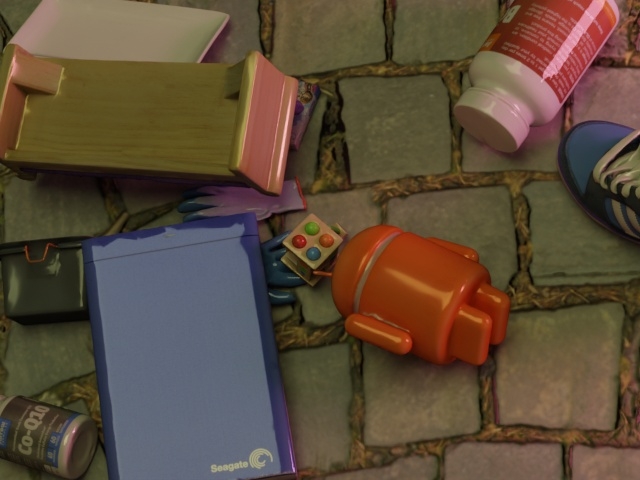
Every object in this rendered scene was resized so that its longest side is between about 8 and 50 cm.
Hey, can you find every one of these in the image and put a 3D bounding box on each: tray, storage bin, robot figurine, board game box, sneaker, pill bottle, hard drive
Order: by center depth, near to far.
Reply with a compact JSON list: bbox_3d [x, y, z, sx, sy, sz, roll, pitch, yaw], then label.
[{"bbox_3d":[0.382,-0.071,1.808,0.130,0.236,0.323,-42,62,-8],"label":"sneaker"},{"bbox_3d":[0.106,0.060,1.878,0.219,0.128,0.158,25,83,23],"label":"robot figurine"},{"bbox_3d":[-0.155,0.135,1.913,0.210,0.040,0.318,-9,70,-1],"label":"hard drive"},{"bbox_3d":[-0.337,0.225,1.933,0.137,0.078,0.078,13,68,20],"label":"pill bottle"},{"bbox_3d":[0.254,-0.216,1.978,0.121,0.121,0.216,29,74,25],"label":"pill bottle"},{"bbox_3d":[-0.328,0.050,2.015,0.135,0.098,0.091,-6,73,11],"label":"storage bin"},{"bbox_3d":[-0.056,-0.163,2.088,0.090,0.020,0.090,12,69,20],"label":"board game box"},{"bbox_3d":[-0.265,-0.262,2.165,0.270,0.030,0.145,9,44,18],"label":"tray"}]

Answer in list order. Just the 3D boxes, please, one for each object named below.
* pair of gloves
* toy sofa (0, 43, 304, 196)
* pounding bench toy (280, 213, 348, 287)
[{"bbox_3d":[-0.088,-0.008,2.003,0.159,0.023,0.198,-9,64,-4],"label":"pair of gloves"},{"bbox_3d":[-0.211,-0.140,2.028,0.363,0.177,0.150,4,77,21],"label":"toy sofa"},{"bbox_3d":[0.000,0.000,1.948,0.052,0.065,0.083,40,70,13],"label":"pounding bench toy"}]
